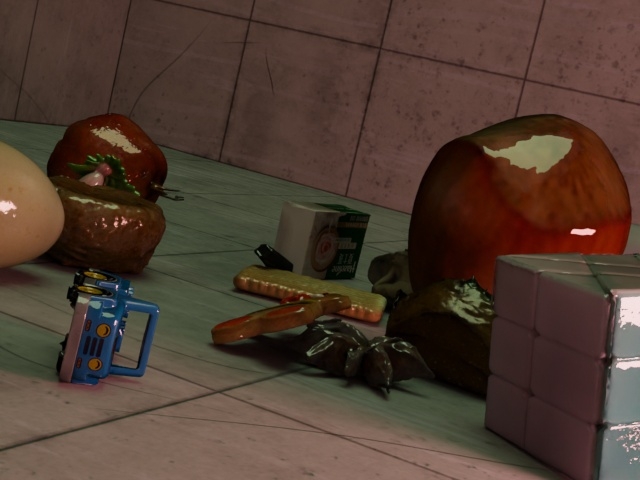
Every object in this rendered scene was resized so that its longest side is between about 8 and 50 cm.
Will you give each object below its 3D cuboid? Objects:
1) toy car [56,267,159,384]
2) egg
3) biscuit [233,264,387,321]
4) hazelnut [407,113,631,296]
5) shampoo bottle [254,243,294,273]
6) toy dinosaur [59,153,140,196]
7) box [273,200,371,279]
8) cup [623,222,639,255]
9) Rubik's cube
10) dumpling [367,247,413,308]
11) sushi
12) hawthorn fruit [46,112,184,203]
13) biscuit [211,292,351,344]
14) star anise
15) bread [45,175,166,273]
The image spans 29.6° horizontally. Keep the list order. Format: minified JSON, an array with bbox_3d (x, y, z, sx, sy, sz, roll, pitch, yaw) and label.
[{"bbox_3d":[-0.233,0.096,1.333,0.100,0.097,0.191,13,8,-8],"label":"toy car"},{"bbox_3d":[-0.474,-0.051,1.664,0.254,0.188,0.188,16,5,-32],"label":"egg"},{"bbox_3d":[-0.015,0.088,2.021,0.250,0.030,0.160,14,8,5],"label":"biscuit"},{"bbox_3d":[0.302,-0.021,1.855,0.366,0.365,0.366,13,7,-2],"label":"hazelnut"},{"bbox_3d":[-0.076,0.040,2.127,0.048,0.027,0.137,0,-20,20],"label":"shampoo bottle"},{"bbox_3d":[-0.401,-0.043,2.127,0.194,0.152,0.177,7,43,30],"label":"toy dinosaur"},{"bbox_3d":[0.000,0.000,2.299,0.081,0.135,0.199,19,10,35],"label":"box"},{"bbox_3d":[0.481,0.087,2.085,0.253,0.253,0.371,8,6,-33],"label":"cup"},{"bbox_3d":[0.345,0.142,1.414,0.231,0.224,0.221,0,11,-27],"label":"Rubik's cube"},{"bbox_3d":[0.175,0.096,2.090,0.332,0.086,0.166,19,-23,41],"label":"dumpling"},{"bbox_3d":[0.209,0.122,1.676,0.287,0.149,0.140,16,20,30],"label":"sushi"},{"bbox_3d":[-0.394,-0.129,2.382,0.299,0.211,0.211,27,12,22],"label":"hawthorn fruit"},{"bbox_3d":[-0.043,0.095,1.642,0.165,0.036,0.250,-13,0,24],"label":"biscuit"},{"bbox_3d":[0.062,0.148,1.585,0.182,0.065,0.195,18,7,33],"label":"star anise"},{"bbox_3d":[-0.357,-0.022,1.906,0.230,0.123,0.230,15,5,-1],"label":"bread"}]
